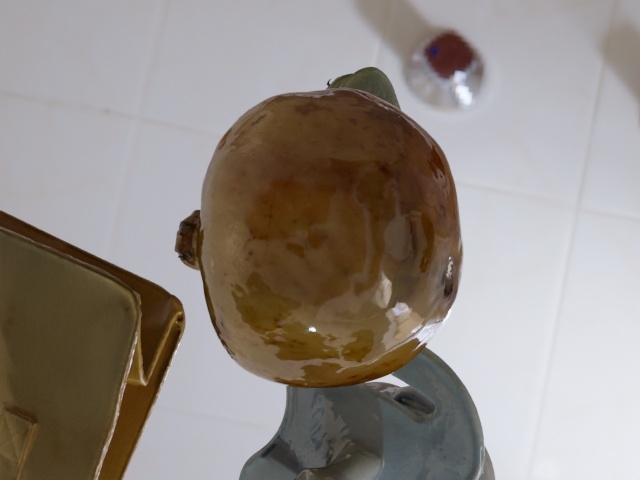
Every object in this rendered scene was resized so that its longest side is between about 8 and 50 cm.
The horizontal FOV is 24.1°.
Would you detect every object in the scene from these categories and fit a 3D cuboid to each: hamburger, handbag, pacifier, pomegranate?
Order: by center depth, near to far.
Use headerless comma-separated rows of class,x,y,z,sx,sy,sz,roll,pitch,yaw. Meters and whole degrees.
pomegranate,0.000,0.000,1.210,0.248,0.248,0.248,11,174,1
pacifier,0.027,0.223,1.298,0.227,0.279,0.207,31,-158,18
handbag,-0.367,0.117,1.672,0.401,0.283,0.133,22,-174,20
hamburger,0.058,-0.177,2.139,0.062,0.133,0.140,-8,-159,42
